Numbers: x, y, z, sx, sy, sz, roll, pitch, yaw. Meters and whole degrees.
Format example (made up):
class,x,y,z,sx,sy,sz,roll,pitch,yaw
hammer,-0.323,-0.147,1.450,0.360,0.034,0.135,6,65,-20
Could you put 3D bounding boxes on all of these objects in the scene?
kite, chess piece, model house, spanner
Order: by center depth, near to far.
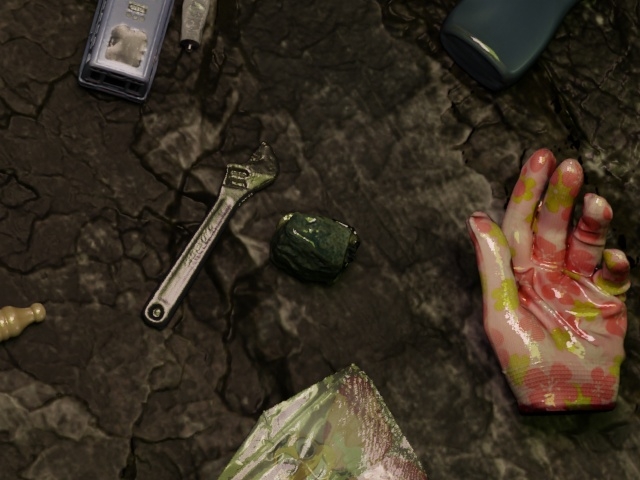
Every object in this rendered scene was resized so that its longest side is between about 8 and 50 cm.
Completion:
class,x,y,z,sx,sy,sz,roll,pitch,yaw
chess piece,-0.285,0.076,1.435,0.092,0.035,0.035,-18,82,-20
kite,0.068,0.289,1.477,0.204,0.022,0.360,-43,89,-18
model house,0.000,0.000,1.495,0.078,0.083,0.066,21,71,-7
spanner,-0.100,-0.006,1.509,0.046,0.012,0.208,33,72,-5

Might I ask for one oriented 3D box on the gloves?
class,x,y,z,sx,sy,sz,roll,pitch,yaw
gloves,0.215,0.039,1.521,0.145,0.126,0.241,-4,80,10

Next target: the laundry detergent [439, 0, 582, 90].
class,x,y,z,sx,sy,sz,roll,pitch,yaw
laundry detergent,0.210,-0.245,1.616,0.096,0.061,0.206,39,70,6

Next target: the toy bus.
class,x,y,z,sx,sy,sz,roll,pitch,yaw
toy bus,-0.168,-0.217,1.508,0.073,0.076,0.167,15,75,-10

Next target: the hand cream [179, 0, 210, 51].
class,x,y,z,sx,sy,sz,roll,pitch,yaw
hand cream,-0.119,-0.221,1.556,0.030,0.019,0.093,11,68,-9
